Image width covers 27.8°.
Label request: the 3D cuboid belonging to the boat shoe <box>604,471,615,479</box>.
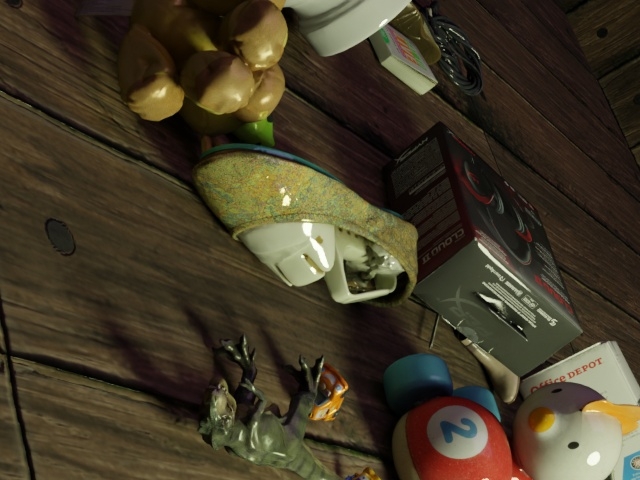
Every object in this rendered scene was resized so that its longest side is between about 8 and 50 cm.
[{"bbox_3d":[0.313,0.328,1.557,0.113,0.103,0.302,45,27,-33],"label":"boat shoe"}]

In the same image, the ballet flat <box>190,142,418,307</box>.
[{"bbox_3d":[0.000,0.000,1.292,0.348,0.123,0.123,23,42,-56],"label":"ballet flat"}]

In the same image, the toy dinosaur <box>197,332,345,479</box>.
[{"bbox_3d":[-0.037,0.147,1.093,0.268,0.064,0.118,36,38,-49],"label":"toy dinosaur"}]

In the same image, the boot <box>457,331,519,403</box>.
[{"bbox_3d":[0.212,0.145,1.660,0.087,0.042,0.118,37,30,-33],"label":"boot"}]

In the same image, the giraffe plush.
[{"bbox_3d":[-0.105,-0.159,1.214,0.181,0.210,0.170,-60,146,-18],"label":"giraffe plush"}]

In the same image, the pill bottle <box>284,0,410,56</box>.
[{"bbox_3d":[-0.040,-0.420,1.579,0.363,0.210,0.210,51,24,-21],"label":"pill bottle"}]

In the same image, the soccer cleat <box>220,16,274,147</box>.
[{"bbox_3d":[-0.082,-0.176,1.403,0.072,0.060,0.179,47,30,-52],"label":"soccer cleat"}]

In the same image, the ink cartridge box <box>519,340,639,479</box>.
[{"bbox_3d":[0.373,0.248,1.735,0.082,0.139,0.191,8,56,-65],"label":"ink cartridge box"}]

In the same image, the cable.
[{"bbox_3d":[0.235,-0.338,2.289,0.184,0.047,0.150,57,22,-8],"label":"cable"}]

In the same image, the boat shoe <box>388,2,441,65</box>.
[{"bbox_3d":[0.147,-0.350,2.114,0.152,0.056,0.049,53,16,-42],"label":"boat shoe"}]

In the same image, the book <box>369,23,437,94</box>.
[{"bbox_3d":[0.119,-0.294,2.011,0.144,0.035,0.096,21,40,-55],"label":"book"}]

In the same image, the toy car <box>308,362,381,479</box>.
[{"bbox_3d":[0.019,0.176,1.181,0.040,0.060,0.122,-25,77,-36],"label":"toy car"}]

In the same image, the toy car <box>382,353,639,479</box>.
[{"bbox_3d":[0.215,0.205,1.317,0.210,0.238,0.219,36,32,-46],"label":"toy car"}]

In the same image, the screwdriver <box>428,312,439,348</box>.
[{"bbox_3d":[0.146,0.095,1.597,0.170,0.024,0.025,-70,156,-59],"label":"screwdriver"}]

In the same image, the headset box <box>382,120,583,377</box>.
[{"bbox_3d":[0.203,0.018,1.635,0.218,0.110,0.293,39,25,-28],"label":"headset box"}]
